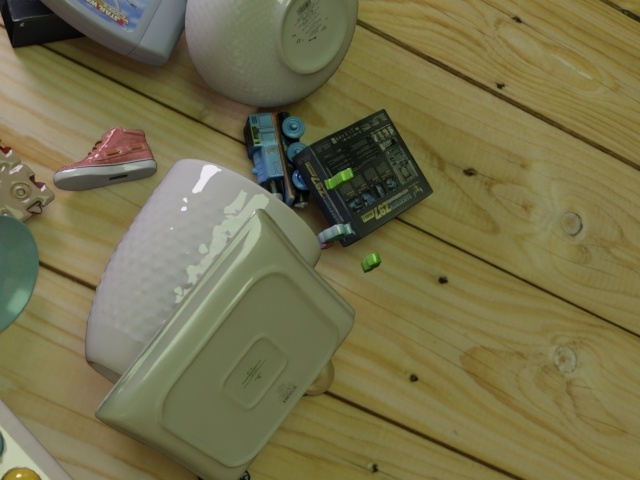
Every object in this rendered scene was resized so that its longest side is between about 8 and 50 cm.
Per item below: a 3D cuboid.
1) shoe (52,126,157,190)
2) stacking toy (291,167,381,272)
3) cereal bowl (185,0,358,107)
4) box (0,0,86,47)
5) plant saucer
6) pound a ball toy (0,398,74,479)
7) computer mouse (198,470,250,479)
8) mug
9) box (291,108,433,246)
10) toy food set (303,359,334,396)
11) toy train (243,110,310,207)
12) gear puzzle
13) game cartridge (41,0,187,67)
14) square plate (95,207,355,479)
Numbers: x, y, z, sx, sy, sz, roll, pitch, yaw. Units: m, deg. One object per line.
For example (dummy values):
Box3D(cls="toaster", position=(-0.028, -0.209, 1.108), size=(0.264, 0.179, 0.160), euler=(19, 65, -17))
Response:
Box3D(cls="shoe", position=(-0.366, -0.137, 1.651), size=(0.178, 0.063, 0.081), euler=(-12, 73, -29))
Box3D(cls="stacking toy", position=(0.000, 0.000, 1.647), size=(0.052, 0.221, 0.166), euler=(-8, 74, -43))
Box3D(cls="cereal bowl", position=(-0.056, -0.379, 1.697), size=(0.339, 0.338, 0.141), euler=(-35, 45, -27))
Box3D(cls="box", position=(-0.474, -0.431, 1.702), size=(0.156, 0.093, 0.158), euler=(-15, 75, -24))
Box3D(cls="plant saucer", position=(-0.507, 0.051, 1.484), size=(0.037, 0.195, 0.195), euler=(17, 59, 27))
Box3D(cls="pound a ball toy", position=(-0.436, 0.395, 1.381), size=(0.319, 0.136, 0.208), euler=(48, 62, 3))
Box3D(cls="computer mouse", position=(-0.120, 0.424, 1.544), size=(0.071, 0.041, 0.242), euler=(-31, 89, -18))
Box3D(cls="mug", position=(-0.167, 0.115, 1.533), size=(0.374, 0.276, 0.328), euler=(45, 67, -34))
Box3D(cls="box", position=(0.079, -0.114, 1.754), size=(0.233, 0.059, 0.183), euler=(-32, 91, -44))
Box3D(cls="toy food set", position=(-0.017, 0.219, 1.662), size=(0.083, 0.020, 0.083), euler=(-15, 77, -24))
Box3D(cls="toy train", position=(-0.074, -0.141, 1.750), size=(0.105, 0.080, 0.184), euler=(-8, 75, -13))
Box3D(cls="gear puzzle", position=(-0.599, -0.131, 1.578), size=(0.339, 0.044, 0.175), euler=(45, 64, 4))
Box3D(cls="game cartridge", position=(-0.356, -0.432, 1.663), size=(0.297, 0.062, 0.198), euler=(32, 57, -23))
Box3D(cls="square plate", position=(-0.105, 0.175, 1.405), size=(0.049, 0.344, 0.347), euler=(31, 78, 38))
